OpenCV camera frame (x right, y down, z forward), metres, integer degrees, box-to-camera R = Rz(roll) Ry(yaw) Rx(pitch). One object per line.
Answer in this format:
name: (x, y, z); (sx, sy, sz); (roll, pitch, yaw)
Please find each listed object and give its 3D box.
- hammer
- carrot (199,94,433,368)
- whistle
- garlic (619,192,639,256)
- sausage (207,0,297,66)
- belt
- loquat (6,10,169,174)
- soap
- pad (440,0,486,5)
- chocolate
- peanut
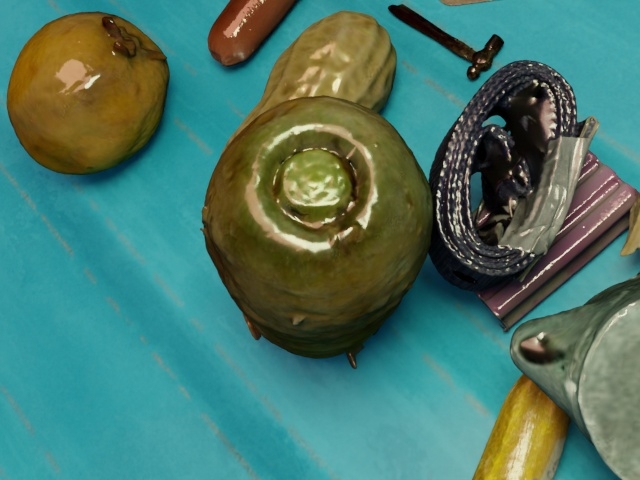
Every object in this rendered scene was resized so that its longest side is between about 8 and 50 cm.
hammer: (0.157, -0.271, 1.147); (0.065, 0.021, 0.178); (-49, 57, -2)
carrot: (0.000, 0.000, 0.907); (0.224, 0.341, 0.224); (-1, 73, 3)
whistle: (0.386, 0.101, 0.788); (0.404, 0.168, 0.188); (-19, 87, 7)
garlic: (0.456, -0.020, 0.878); (0.266, 0.128, 0.149); (24, 114, 19)
sausage: (-0.087, -0.328, 1.240); (0.077, 0.077, 0.194); (36, 84, 30)
belt: (0.186, -0.062, 0.917); (0.139, 0.126, 0.231); (20, 77, 0)
loquat: (-0.322, -0.204, 1.221); (0.238, 0.193, 0.238); (-27, 48, 34)
soap: (0.241, -0.011, 0.979); (0.203, 0.065, 0.122); (-40, 60, 3)
pad: (0.283, -0.396, 1.152); (0.266, 0.002, 0.176); (-2, 69, 22)
chocolate: (0.213, 0.194, 0.905); (0.085, 0.085, 0.219); (14, 74, 27)
peanut: (-0.026, -0.147, 1.107); (0.325, 0.140, 0.153); (-52, 44, 1)
